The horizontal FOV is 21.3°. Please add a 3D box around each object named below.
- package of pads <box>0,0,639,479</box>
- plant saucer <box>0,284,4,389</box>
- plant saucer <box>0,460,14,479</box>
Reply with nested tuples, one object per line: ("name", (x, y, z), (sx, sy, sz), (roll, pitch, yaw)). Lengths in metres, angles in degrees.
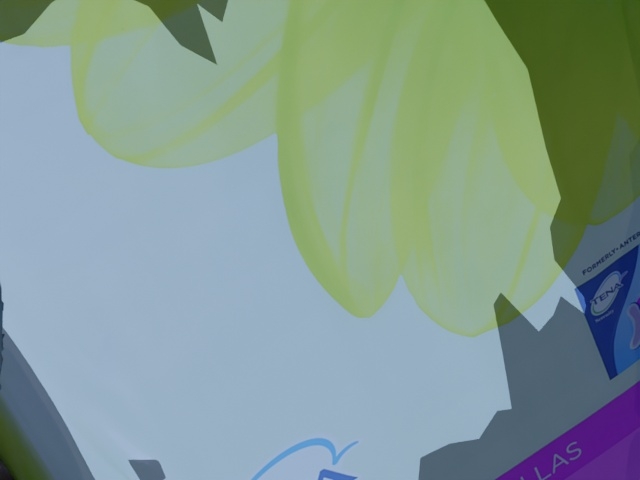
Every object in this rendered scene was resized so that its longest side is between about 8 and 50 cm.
("package of pads", (0.000, 0.000, 0.502), (0.229, 0.101, 0.296), (-31, 121, -10))
("plant saucer", (-0.167, 0.020, 0.356), (0.195, 0.195, 0.037), (-27, -171, -18))
("plant saucer", (-0.128, 0.054, 0.844), (0.198, 0.036, 0.198), (-31, 158, -14))
